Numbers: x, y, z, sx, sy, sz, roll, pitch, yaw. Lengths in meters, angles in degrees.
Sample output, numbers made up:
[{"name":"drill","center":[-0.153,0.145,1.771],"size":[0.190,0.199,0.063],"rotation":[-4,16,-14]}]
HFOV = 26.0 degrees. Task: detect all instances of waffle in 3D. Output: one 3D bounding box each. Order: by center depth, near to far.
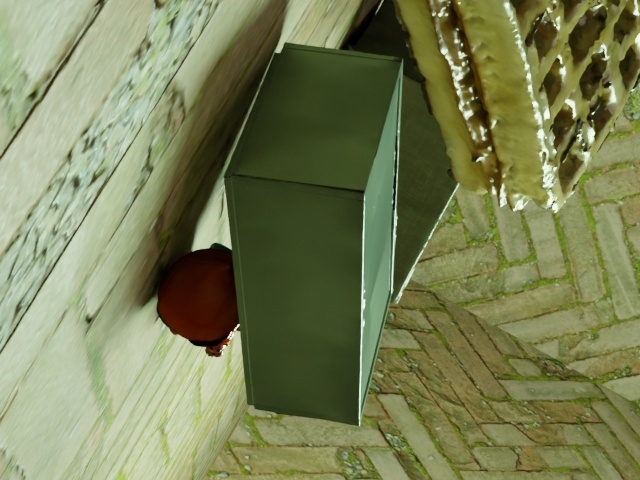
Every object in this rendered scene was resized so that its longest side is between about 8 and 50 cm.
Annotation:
[{"name":"waffle","center":[0.164,-0.209,1.043],"size":[0.261,0.114,0.376],"rotation":[-57,152,-15]}]

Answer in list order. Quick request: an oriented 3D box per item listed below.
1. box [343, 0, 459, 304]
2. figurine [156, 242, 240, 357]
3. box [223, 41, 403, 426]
[{"name":"box","center":[0.066,-0.090,1.328],"size":[0.231,0.155,0.149],"rotation":[-65,178,35]},{"name":"figurine","center":[-0.075,0.040,0.972],"size":[0.075,0.068,0.140],"rotation":[-58,178,-9]},{"name":"box","center":[0.000,0.000,0.920],"size":[0.225,0.086,0.129],"rotation":[88,14,-45]}]
